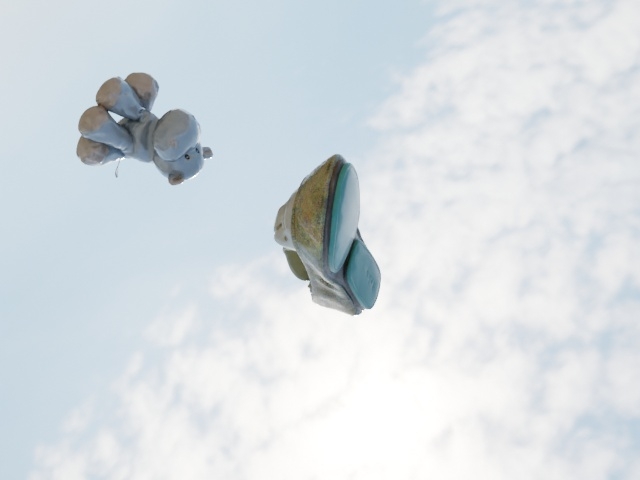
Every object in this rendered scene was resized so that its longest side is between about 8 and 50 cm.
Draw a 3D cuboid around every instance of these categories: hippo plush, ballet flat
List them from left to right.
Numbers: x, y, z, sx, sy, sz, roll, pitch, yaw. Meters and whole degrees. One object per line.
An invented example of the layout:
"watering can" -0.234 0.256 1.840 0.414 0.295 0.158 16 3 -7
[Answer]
"hippo plush" -0.388 -0.207 2.152 0.237 0.294 0.234 31 -130 23
"ballet flat" 0.000 0.000 1.233 0.123 0.348 0.123 -4 -117 9
